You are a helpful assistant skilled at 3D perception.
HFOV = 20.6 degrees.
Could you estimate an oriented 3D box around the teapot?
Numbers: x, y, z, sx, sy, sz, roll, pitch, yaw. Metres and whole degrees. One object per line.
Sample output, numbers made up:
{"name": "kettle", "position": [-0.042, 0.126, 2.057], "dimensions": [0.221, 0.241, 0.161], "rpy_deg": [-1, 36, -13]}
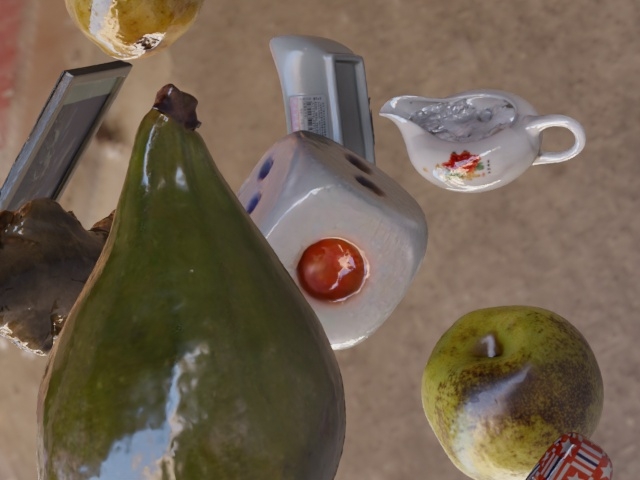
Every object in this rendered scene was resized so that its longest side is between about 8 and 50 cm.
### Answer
{"name": "teapot", "position": [0.177, -0.107, 1.901], "dimensions": [0.226, 0.145, 0.092], "rpy_deg": [1, 131, 22]}

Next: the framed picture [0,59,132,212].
{"name": "framed picture", "position": [-0.308, -0.073, 1.942], "dimensions": [0.019, 0.209, 0.281], "rpy_deg": [32, 105, 6]}

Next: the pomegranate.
{"name": "pomegranate", "position": [-0.229, -0.327, 2.170], "dimensions": [0.196, 0.196, 0.196], "rpy_deg": [43, 145, 40]}

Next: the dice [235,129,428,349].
{"name": "dice", "position": [0.000, 0.000, 2.046], "dimensions": [0.193, 0.194, 0.192], "rpy_deg": [-56, 17, 16]}

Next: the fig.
{"name": "fig", "position": [-0.043, 0.046, 0.689], "dimensions": [0.126, 0.133, 0.185], "rpy_deg": [33, 121, 33]}

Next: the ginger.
{"name": "ginger", "position": [-0.235, 0.027, 1.501], "dimensions": [0.080, 0.333, 0.166], "rpy_deg": [-25, 81, 37]}

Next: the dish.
{"name": "dish", "position": [0.012, -0.158, 2.236], "dimensions": [0.077, 0.151, 0.212], "rpy_deg": [-6, 90, 28]}

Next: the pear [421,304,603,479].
{"name": "pear", "position": [0.208, 0.173, 1.884], "dimensions": [0.197, 0.197, 0.197], "rpy_deg": [43, 145, 40]}

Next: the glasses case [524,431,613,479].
{"name": "glasses case", "position": [0.213, 0.276, 1.720], "dimensions": [0.073, 0.194, 0.049], "rpy_deg": [33, -175, -15]}
